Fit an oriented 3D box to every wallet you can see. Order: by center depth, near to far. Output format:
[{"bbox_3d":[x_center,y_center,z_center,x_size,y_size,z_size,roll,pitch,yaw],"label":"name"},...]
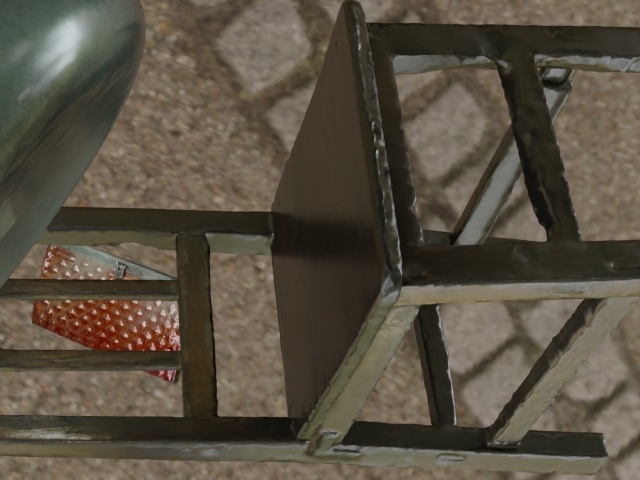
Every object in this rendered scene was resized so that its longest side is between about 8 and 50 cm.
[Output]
[{"bbox_3d":[-0.211,0.068,1.472,0.020,0.196,0.103,3,105,-63],"label":"wallet"}]

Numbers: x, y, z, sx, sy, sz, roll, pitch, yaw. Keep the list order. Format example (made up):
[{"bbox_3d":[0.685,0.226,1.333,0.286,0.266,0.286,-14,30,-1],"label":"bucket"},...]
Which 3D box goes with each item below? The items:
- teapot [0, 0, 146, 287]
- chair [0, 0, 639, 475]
[{"bbox_3d":[-0.257,-0.052,0.539,0.285,0.223,0.305,38,106,-2],"label":"teapot"},{"bbox_3d":[0.000,0.000,0.849,0.416,0.203,0.240,4,144,-15],"label":"chair"}]
